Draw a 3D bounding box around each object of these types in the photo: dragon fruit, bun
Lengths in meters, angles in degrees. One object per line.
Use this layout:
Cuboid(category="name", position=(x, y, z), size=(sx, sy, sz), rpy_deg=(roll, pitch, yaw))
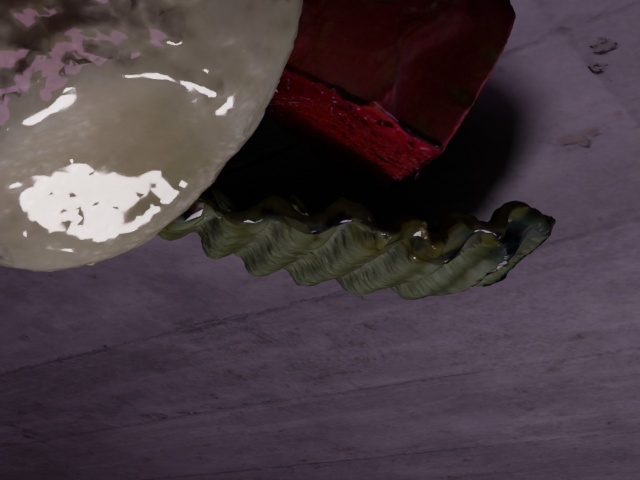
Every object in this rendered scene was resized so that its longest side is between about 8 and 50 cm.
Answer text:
Cuboid(category="dragon fruit", position=(0.040, -0.118, 0.678), size=(0.189, 0.163, 0.262), rpy_deg=(-30, 177, -8))
Cuboid(category="bun", position=(-0.152, -0.165, 0.493), size=(0.227, 0.352, 0.349), rpy_deg=(16, 114, -29))

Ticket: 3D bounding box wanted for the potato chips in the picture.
Cuboid(category="potato chips", position=(0.000, 0.000, 0.877), size=(0.358, 0.070, 0.429), rpy_deg=(8, 172, -10))
